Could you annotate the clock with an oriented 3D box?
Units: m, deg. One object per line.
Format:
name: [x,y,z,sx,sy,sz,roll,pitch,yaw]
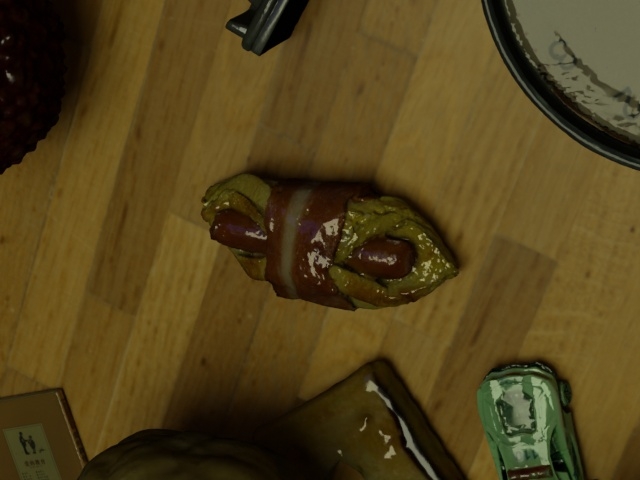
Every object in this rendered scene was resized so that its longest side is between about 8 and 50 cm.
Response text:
clock: [0.311,-0.234,1.320,0.386,0.076,0.386,7,110,20]

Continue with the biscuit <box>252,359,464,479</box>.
biscuit: [0.036,0.220,1.610,0.183,0.039,0.174,-28,98,28]

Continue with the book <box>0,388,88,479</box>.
book: [-0.303,0.248,1.771,0.118,0.012,0.172,-11,103,25]

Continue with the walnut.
walnut: [-0.119,0.308,1.550,0.276,0.253,0.282,-6,113,35]

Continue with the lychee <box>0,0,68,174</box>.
lychee: [-0.378,-0.185,1.519,0.300,0.264,0.264,28,117,-10]

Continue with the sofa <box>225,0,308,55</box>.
sofa: [-0.035,-0.246,1.452,0.060,0.085,0.147,33,117,5]

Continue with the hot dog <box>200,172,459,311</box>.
hot dog: [-0.001,0.004,1.519,0.261,0.093,0.123,6,109,20]

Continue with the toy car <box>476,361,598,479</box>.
toy car: [0.203,0.205,1.526,0.093,0.058,0.186,-10,103,23]
